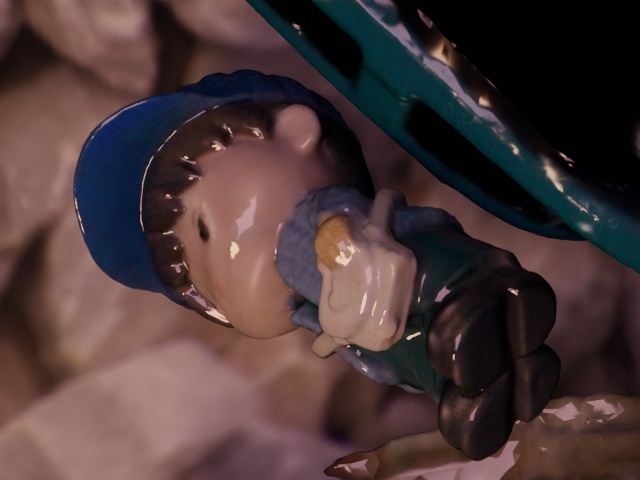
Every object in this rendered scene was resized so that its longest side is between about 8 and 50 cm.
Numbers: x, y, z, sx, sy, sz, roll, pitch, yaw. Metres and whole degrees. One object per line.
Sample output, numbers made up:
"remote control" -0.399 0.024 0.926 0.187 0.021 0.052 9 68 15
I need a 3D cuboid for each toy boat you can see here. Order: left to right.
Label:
"toy boat" 0.016 -0.087 0.538 0.299 0.134 0.092 46 132 7

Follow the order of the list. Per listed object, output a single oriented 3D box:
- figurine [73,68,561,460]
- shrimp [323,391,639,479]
"figurine" 0.000 0.000 0.514 0.149 0.086 0.087 25 54 39
"shrimp" 0.146 0.139 0.502 0.446 0.110 0.221 6 97 7
